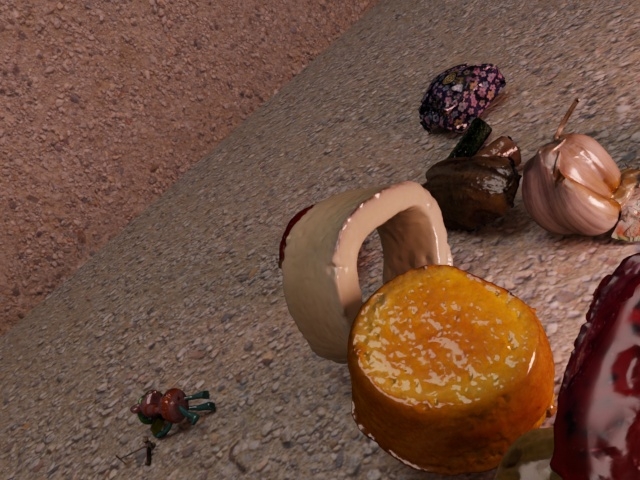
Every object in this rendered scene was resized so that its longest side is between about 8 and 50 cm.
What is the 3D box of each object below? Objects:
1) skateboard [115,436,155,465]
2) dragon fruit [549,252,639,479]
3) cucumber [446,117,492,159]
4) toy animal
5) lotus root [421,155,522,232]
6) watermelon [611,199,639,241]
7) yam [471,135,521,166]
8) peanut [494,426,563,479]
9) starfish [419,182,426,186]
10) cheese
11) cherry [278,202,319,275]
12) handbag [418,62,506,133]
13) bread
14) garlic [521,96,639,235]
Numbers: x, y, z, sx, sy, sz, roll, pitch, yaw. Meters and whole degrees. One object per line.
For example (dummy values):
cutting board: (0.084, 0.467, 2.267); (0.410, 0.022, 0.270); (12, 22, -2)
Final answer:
skateboard: (-0.389, 0.458, 1.409); (0.083, 0.032, 0.064); (-28, 37, 11)
dragon fruit: (0.388, 0.150, 0.655); (0.240, 0.302, 0.330); (113, 156, -53)
cucumber: (0.346, -0.218, 1.622); (0.058, 0.052, 0.215); (10, 50, 44)
toy animal: (-0.319, 0.366, 1.427); (0.208, 0.100, 0.103); (-13, 73, 35)
lotus root: (0.281, -0.104, 1.376); (0.329, 0.078, 0.167); (180, 102, -69)
watermelon: (0.515, -0.041, 1.097); (0.085, 0.061, 0.085); (-27, 37, 22)
yam: (0.372, -0.165, 1.473); (0.127, 0.084, 0.084); (-38, 25, -1)
peanut: (0.300, 0.260, 0.795); (0.236, 0.110, 0.120); (-37, 3, -7)
starfish: (0.253, -0.117, 1.580); (0.130, 0.041, 0.133); (5, 47, 53)
cheese: (0.097, 0.053, 1.210); (0.153, 0.292, 0.332); (-4, 28, 48)
cherry: (0.000, 0.000, 1.534); (0.175, 0.192, 0.250); (10, 32, 9)
handbag: (0.369, -0.394, 1.815); (0.229, 0.127, 0.208); (-48, 28, -6)
bread: (0.175, 0.177, 0.964); (0.312, 0.172, 0.312); (-11, 42, 10)
garlic: (0.464, -0.127, 1.149); (0.207, 0.257, 0.207); (4, 35, -3)
